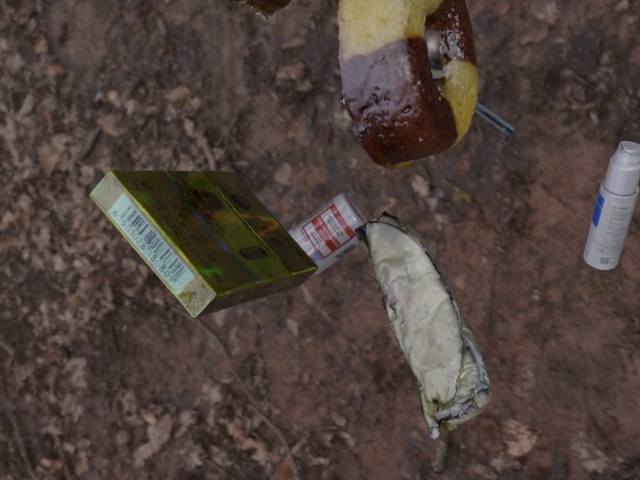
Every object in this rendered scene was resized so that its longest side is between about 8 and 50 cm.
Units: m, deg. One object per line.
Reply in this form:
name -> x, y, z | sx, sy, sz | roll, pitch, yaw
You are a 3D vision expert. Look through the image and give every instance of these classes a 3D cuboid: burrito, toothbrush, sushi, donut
burrito -> 0.082, 0.056, 0.722 | 0.063, 0.058, 0.230 | 94, 164, -47
toothbrush -> 0.200, -0.195, 1.186 | 0.016, 0.219, 0.019 | -4, 67, 47
sushi -> -0.075, -0.302, 1.040 | 0.060, 0.118, 0.062 | -4, 80, 30
donut -> 0.081, -0.156, 0.751 | 0.073, 0.166, 0.184 | -4, 83, 36

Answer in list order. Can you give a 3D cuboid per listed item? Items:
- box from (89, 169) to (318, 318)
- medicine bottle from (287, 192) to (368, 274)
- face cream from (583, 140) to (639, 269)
box -> -0.082, -0.004, 0.687 | 0.030, 0.193, 0.121 | -46, 78, 19
medicine bottle -> 0.000, 0.000, 1.261 | 0.140, 0.079, 0.079 | -35, 52, 9
face cream -> 0.266, -0.032, 0.778 | 0.034, 0.034, 0.130 | 48, 150, 41
